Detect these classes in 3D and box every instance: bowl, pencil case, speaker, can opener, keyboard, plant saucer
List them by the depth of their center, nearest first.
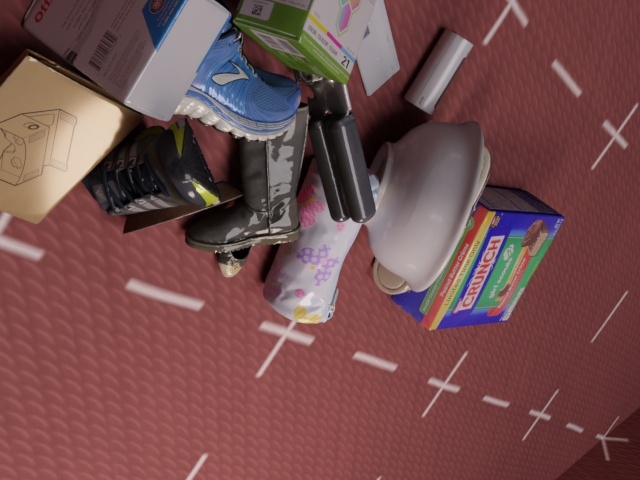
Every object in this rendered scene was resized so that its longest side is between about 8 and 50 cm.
[{"bbox_3d":[-0.188,-0.047,1.427,0.168,0.168,0.029,-21,96,-40],"label":"plant saucer"},{"bbox_3d":[0.033,-0.168,1.550,0.095,0.076,0.283,-37,121,-45],"label":"can opener"},{"bbox_3d":[0.071,-0.322,1.597,0.072,0.014,0.256,-39,145,-12],"label":"keyboard"},{"bbox_3d":[0.000,0.000,1.705,0.113,0.124,0.273,-8,126,-48],"label":"pencil case"},{"bbox_3d":[0.193,-0.278,1.749,0.055,0.055,0.136,19,105,-56],"label":"speaker"},{"bbox_3d":[0.147,-0.075,1.752,0.134,0.298,0.297,18,112,-10],"label":"bowl"}]

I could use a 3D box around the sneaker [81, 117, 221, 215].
[{"bbox_3d":[-0.206,-0.072,1.267,0.121,0.300,0.111,-27,100,-18],"label":"sneaker"}]

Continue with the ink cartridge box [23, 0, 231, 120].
[{"bbox_3d":[-0.212,-0.238,1.153,0.139,0.191,0.082,-57,148,7],"label":"ink cartridge box"}]

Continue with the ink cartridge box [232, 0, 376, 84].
[{"bbox_3d":[0.008,-0.349,1.329,0.255,0.097,0.189,-69,160,-1],"label":"ink cartridge box"}]

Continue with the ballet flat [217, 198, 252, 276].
[{"bbox_3d":[-0.110,-0.017,1.618,0.057,0.049,0.173,2,119,-51],"label":"ballet flat"}]

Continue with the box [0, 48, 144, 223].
[{"bbox_3d":[-0.325,-0.110,1.201,0.201,0.021,0.164,-41,141,21],"label":"box"}]

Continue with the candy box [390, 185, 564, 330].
[{"bbox_3d":[0.318,0.031,2.133,0.317,0.122,0.268,2,120,-51],"label":"candy box"}]

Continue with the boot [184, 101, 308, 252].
[{"bbox_3d":[-0.106,-0.093,1.524,0.190,0.076,0.208,-11,124,-18],"label":"boot"}]

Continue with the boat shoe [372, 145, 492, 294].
[{"bbox_3d":[0.216,-0.041,1.950,0.097,0.116,0.324,3,122,-57],"label":"boat shoe"}]

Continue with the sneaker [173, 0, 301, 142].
[{"bbox_3d":[-0.127,-0.222,1.334,0.330,0.130,0.147,8,116,-54],"label":"sneaker"}]
